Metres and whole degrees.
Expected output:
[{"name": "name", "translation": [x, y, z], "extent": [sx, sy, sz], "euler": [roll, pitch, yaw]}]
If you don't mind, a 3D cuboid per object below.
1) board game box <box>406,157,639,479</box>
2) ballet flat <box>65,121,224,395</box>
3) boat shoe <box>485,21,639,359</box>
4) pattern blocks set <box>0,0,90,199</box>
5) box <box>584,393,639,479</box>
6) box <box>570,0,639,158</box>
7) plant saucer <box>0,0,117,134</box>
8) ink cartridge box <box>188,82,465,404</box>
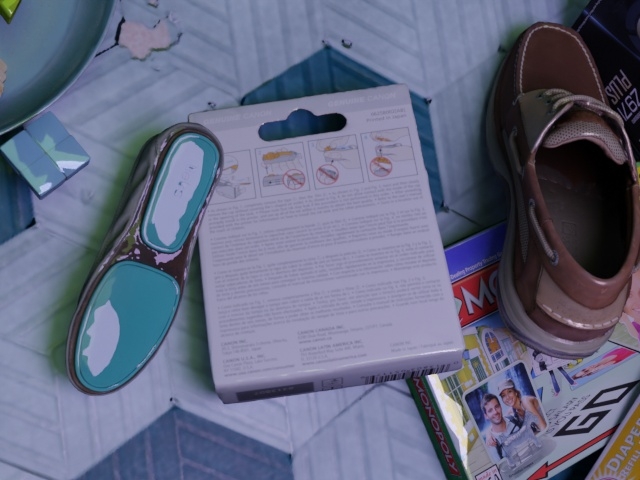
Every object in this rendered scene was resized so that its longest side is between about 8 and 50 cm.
[{"name": "board game box", "translation": [0.218, 0.073, 0.822], "extent": [0.317, 0.046, 0.214], "euler": [-23, 91, -22]}, {"name": "ballet flat", "translation": [-0.133, 0.012, 0.691], "extent": [0.072, 0.068, 0.213], "euler": [27, 79, -27]}, {"name": "boat shoe", "translation": [0.210, -0.066, 0.759], "extent": [0.123, 0.116, 0.324], "euler": [6, 57, -6]}, {"name": "pattern blocks set", "translation": [-0.323, -0.131, 0.617], "extent": [0.285, 0.026, 0.325], "euler": [-31, 93, -21]}, {"name": "box", "translation": [0.317, 0.195, 0.774], "extent": [0.114, 0.103, 0.203], "euler": [39, 83, -30]}, {"name": "box", "translation": [0.313, -0.180, 0.804], "extent": [0.077, 0.180, 0.147], "euler": [-21, 71, -22]}, {"name": "plant saucer", "translation": [-0.308, -0.214, 0.672], "extent": [0.317, 0.043, 0.318], "euler": [3, 81, -21]}, {"name": "ink cartridge box", "translation": [0.000, 0.000, 0.730], "extent": [0.189, 0.066, 0.232], "euler": [-8, 63, -2]}]
